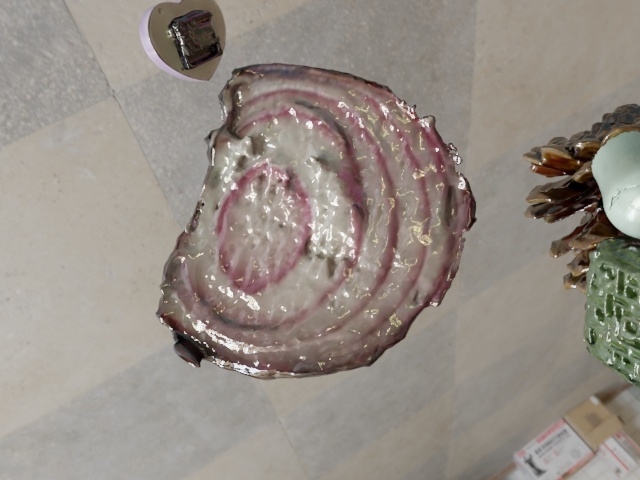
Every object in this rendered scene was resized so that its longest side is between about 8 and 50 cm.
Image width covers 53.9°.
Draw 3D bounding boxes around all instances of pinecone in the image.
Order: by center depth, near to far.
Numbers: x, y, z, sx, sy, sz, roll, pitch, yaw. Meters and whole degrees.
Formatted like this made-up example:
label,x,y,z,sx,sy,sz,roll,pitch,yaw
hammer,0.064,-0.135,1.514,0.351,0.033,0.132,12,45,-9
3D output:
label,x,y,z,sx,sy,sz,roll,pitch,yaw
pinecone,0.497,-0.027,0.928,0.384,0.384,0.384,-25,143,-20

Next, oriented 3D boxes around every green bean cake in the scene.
label,x,y,z,sx,sy,sz,roll,pitch,yaw
green bean cake,0.401,0.092,0.743,0.094,0.181,0.173,-11,115,-18

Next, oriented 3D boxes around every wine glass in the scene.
label,x,y,z,sx,sy,sz,roll,pitch,yaw
wine glass,0.301,-0.016,0.549,0.079,0.196,0.079,1,132,1

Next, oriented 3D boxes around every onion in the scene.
label,x,y,z,sx,sy,sz,roll,pitch,yaw
onion,0.000,0.000,0.638,0.146,0.280,0.314,51,60,-74

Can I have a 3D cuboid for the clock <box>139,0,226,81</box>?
label,x,y,z,sx,sy,sz,roll,pitch,yaw
clock,-0.258,-0.404,1.270,0.198,0.064,0.172,-39,121,-38
